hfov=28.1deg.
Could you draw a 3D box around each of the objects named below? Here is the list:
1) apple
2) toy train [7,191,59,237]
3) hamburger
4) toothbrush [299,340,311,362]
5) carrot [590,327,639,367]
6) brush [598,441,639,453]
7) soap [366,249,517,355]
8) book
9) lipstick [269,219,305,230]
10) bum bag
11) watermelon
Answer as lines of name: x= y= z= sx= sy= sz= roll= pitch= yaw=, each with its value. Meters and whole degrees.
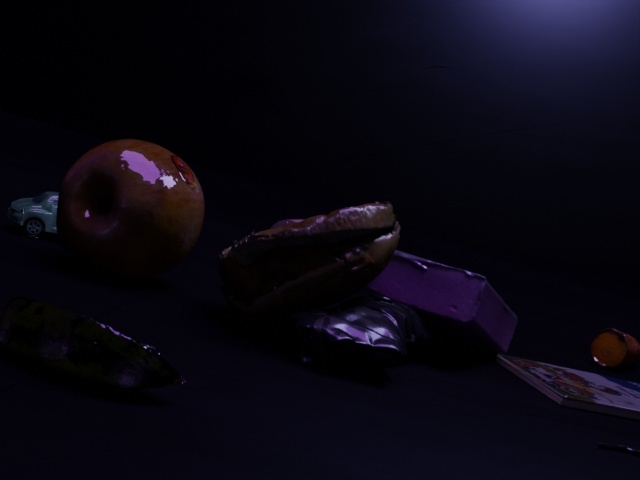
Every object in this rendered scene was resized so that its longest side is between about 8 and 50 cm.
apple: x=-0.281 y=-0.045 z=1.902 sx=0.211 sy=0.211 sz=0.188 roll=19 pitch=6 yaw=24
toy train: x=-0.425 y=-0.043 z=2.068 sx=0.149 sy=0.081 sz=0.099 roll=12 pitch=9 yaw=-26
hamburger: x=-0.012 y=0.034 z=1.819 sx=0.265 sy=0.134 sz=0.285 roll=-13 pitch=0 yaw=-3
toothbrush: x=-0.023 y=0.147 z=1.738 sx=0.013 sy=0.011 sz=0.131 roll=2 pitch=9 yaw=-5
carrot: x=0.551 y=0.200 z=2.346 sx=0.072 sy=0.072 sz=0.205 roll=19 pitch=2 yaw=26
brush: x=0.397 y=0.272 z=1.675 sx=0.083 sy=0.008 sz=0.024 roll=11 pitch=10 yaw=-25
soap: x=0.195 y=0.099 z=2.007 sx=0.181 sy=0.081 sz=0.259 roll=17 pitch=-9 yaw=22
book: x=0.459 y=0.240 z=2.006 sx=0.322 sy=0.018 sz=0.228 roll=12 pitch=8 yaw=-22
lipstick: x=0.000 y=0.000 z=2.591 sx=0.087 sy=0.087 sz=0.327 roll=18 pitch=8 yaw=23
bum bag: x=0.074 y=0.124 z=1.803 sx=0.144 sy=0.095 sz=0.340 roll=12 pitch=4 yaw=16
watermelon: x=-0.261 y=0.113 z=1.357 sx=0.245 sy=0.063 sz=0.119 roll=13 pitch=-13 yaw=27
